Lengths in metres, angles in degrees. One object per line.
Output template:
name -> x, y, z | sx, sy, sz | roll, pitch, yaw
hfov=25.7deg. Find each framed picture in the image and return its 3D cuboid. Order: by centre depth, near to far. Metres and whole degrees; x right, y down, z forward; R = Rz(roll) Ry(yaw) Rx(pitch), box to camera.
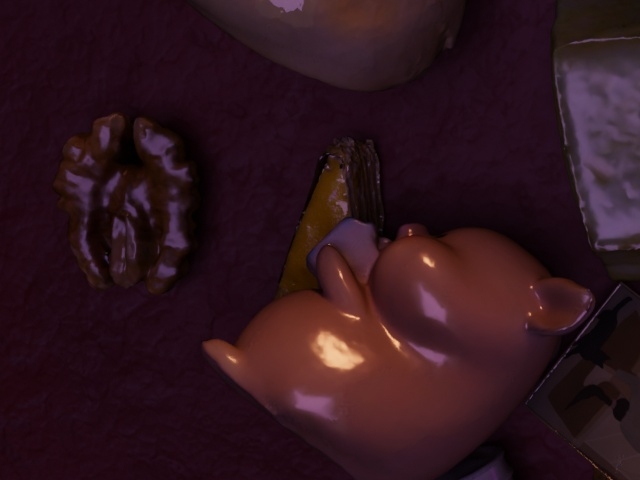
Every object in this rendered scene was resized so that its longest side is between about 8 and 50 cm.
framed picture -> 0.279, 0.145, 1.142 | 0.201, 0.010, 0.136 | 42, 99, 30

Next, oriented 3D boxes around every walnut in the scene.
walnut -> -0.175, -0.036, 1.306 | 0.143, 0.069, 0.170 | 7, 103, 16

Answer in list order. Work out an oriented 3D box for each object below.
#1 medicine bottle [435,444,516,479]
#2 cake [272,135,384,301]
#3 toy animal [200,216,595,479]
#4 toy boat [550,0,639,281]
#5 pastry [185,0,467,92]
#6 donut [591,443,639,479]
medicine bottle -> 0.171, 0.349, 1.235 | 0.179, 0.124, 0.324 | -23, 94, 19
cake -> 0.002, -0.002, 1.262 | 0.116, 0.080, 0.184 | -4, 109, 32
toy animal -> 0.065, 0.083, 1.152 | 0.256, 0.195, 0.213 | -43, 80, -3
toy boat -> 0.250, -0.097, 1.146 | 0.111, 0.084, 0.276 | -7, 99, 21
pastry -> -0.003, -0.222, 1.124 | 0.265, 0.265, 0.133 | 29, 110, 11
donut -> 0.314, 0.204, 1.179 | 0.217, 0.085, 0.141 | -30, 90, 23
